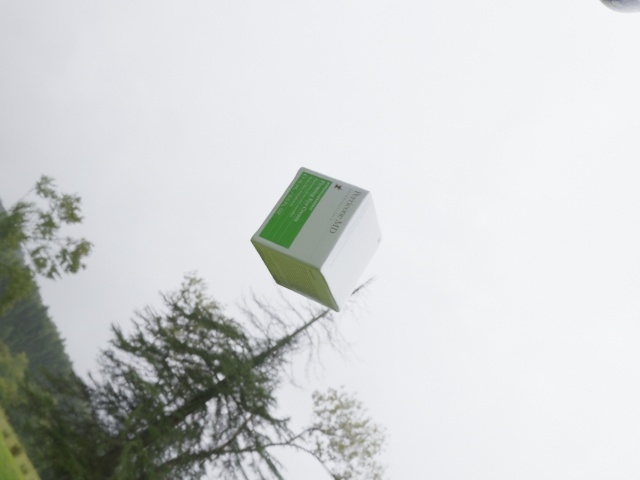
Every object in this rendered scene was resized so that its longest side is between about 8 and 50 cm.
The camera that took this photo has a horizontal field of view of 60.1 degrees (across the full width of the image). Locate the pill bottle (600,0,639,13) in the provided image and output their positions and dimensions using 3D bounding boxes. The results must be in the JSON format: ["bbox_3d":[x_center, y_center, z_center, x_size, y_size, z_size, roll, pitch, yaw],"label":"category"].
[{"bbox_3d":[0.380,-0.302,0.573,0.186,0.112,0.111,-110,179,-72],"label":"pill bottle"}]

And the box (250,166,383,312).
[{"bbox_3d":[0.000,0.000,0.575,0.087,0.101,0.102,23,-22,25],"label":"box"}]
